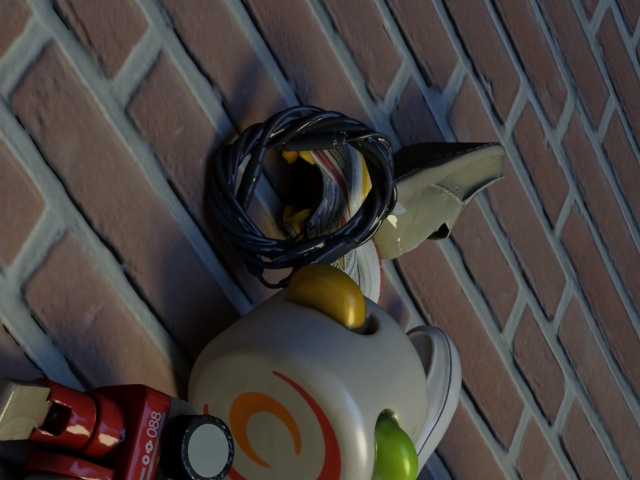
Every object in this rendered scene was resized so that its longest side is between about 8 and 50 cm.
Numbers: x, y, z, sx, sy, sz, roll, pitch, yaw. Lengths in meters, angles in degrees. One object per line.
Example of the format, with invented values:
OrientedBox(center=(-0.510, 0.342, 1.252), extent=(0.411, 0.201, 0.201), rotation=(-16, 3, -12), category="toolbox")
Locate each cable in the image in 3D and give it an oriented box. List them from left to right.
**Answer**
OrientedBox(center=(-0.014, -0.051, 1.407), extent=(0.184, 0.047, 0.150), rotation=(-34, 88, -14), category="cable")

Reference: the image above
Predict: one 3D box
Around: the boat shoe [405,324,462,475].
OrientedBox(center=(0.062, 0.185, 1.538), extent=(0.267, 0.096, 0.088), rotation=(-59, 139, -28), category="boat shoe")

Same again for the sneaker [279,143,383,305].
OrientedBox(center=(0.000, 0.000, 1.477), extent=(0.093, 0.088, 0.225), rotation=(-6, 93, -35), category="sneaker")

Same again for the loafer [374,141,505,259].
OrientedBox(center=(0.113, -0.047, 1.621), extent=(0.268, 0.102, 0.092), rotation=(-23, 110, -49), category="loafer")

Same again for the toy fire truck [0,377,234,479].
OrientedBox(center=(-0.192, 0.197, 1.126), extent=(0.246, 0.158, 0.217), rotation=(29, 64, -38), category="toy fire truck")

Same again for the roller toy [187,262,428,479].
OrientedBox(center=(-0.009, 0.139, 1.342), extent=(0.146, 0.191, 0.209), rotation=(-36, 96, -49), category="roller toy")
